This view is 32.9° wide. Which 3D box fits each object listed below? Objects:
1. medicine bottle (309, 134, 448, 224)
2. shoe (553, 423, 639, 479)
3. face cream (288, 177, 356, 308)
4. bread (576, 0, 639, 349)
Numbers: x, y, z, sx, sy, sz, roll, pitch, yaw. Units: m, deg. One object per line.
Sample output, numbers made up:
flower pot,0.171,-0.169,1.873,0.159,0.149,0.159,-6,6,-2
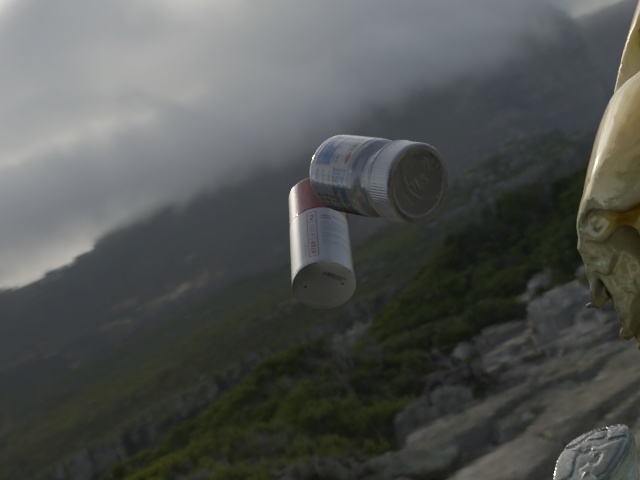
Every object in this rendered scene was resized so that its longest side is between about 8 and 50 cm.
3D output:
medicine bottle,0.071,-0.080,1.380,0.105,0.105,0.168,-24,22,-31
shoe,0.494,0.481,1.865,0.132,0.211,0.342,-20,23,36
face cream,0.000,0.000,1.681,0.095,0.096,0.214,-23,37,15
bread,0.369,-0.022,0.865,0.329,0.424,0.245,-37,38,17
